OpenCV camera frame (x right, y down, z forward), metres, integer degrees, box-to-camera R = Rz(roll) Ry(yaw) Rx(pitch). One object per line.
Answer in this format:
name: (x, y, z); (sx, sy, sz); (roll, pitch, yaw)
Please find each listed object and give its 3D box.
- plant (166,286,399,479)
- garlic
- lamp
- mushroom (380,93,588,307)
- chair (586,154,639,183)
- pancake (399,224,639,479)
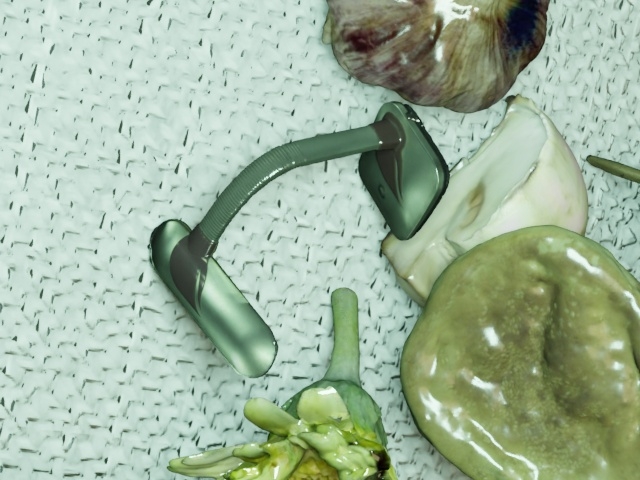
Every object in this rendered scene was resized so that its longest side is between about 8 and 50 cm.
plant: (0.031, 0.216, 1.541); (0.261, 0.306, 0.297); (42, 51, 5)
garlic: (0.123, -0.238, 1.548); (0.245, 0.160, 0.245); (-4, 100, -22)
lamp: (-0.001, -0.003, 1.510); (0.283, 0.124, 0.203); (-22, 61, -18)
mushroom: (0.205, -0.002, 1.620); (0.236, 0.162, 0.173); (-47, 110, -7)
chair: (0.426, -0.021, 1.646); (0.188, 0.272, 0.166); (-20, 105, -17)
pancake: (0.215, 0.136, 1.530); (0.294, 0.049, 0.294); (5, 106, 18)
